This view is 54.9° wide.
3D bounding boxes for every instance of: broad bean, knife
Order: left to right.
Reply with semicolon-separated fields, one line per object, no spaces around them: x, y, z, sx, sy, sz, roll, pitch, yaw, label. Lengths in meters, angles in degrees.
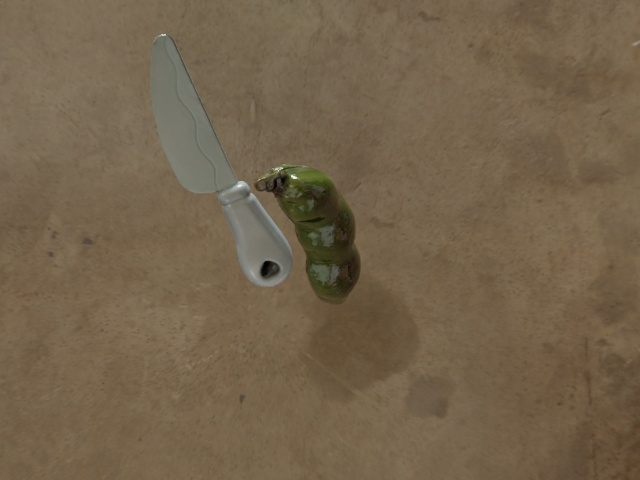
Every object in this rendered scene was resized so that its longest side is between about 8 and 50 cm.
-0.133;-0.082;0.755;0.080;0.044;0.331;-27;111;3;knife
0.003;-0.003;0.536;0.046;0.254;0.065;36;76;26;broad bean
